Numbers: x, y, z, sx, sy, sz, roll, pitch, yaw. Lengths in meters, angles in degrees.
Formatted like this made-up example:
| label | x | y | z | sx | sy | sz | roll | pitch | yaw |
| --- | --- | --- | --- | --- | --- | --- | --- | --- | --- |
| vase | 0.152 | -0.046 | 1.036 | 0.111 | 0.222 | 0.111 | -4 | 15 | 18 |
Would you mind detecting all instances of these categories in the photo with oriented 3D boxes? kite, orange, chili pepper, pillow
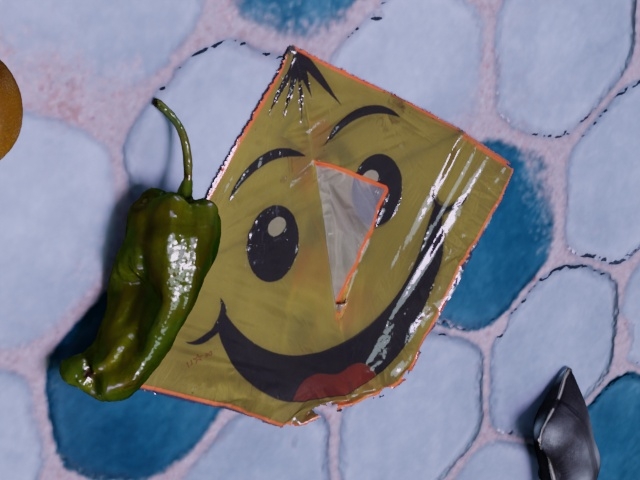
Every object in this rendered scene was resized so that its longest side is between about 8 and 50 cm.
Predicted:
| label | x | y | z | sx | sy | sz | roll | pitch | yaw |
| --- | --- | --- | --- | --- | --- | --- | --- | --- | --- |
| kite | 0.001 | 0.001 | 1.219 | 0.377 | 0.013 | 0.328 | -25 | 126 | -26 |
| orange | -0.215 | -0.079 | 0.956 | 0.085 | 0.085 | 0.085 | -19 | 123 | -32 |
| chili pepper | -0.108 | 0.017 | 1.095 | 0.073 | 0.072 | 0.204 | 17 | 101 | -42 |
| pillow | 0.227 | 0.192 | 1.480 | 0.091 | 0.055 | 0.136 | -35 | 132 | -24 |
